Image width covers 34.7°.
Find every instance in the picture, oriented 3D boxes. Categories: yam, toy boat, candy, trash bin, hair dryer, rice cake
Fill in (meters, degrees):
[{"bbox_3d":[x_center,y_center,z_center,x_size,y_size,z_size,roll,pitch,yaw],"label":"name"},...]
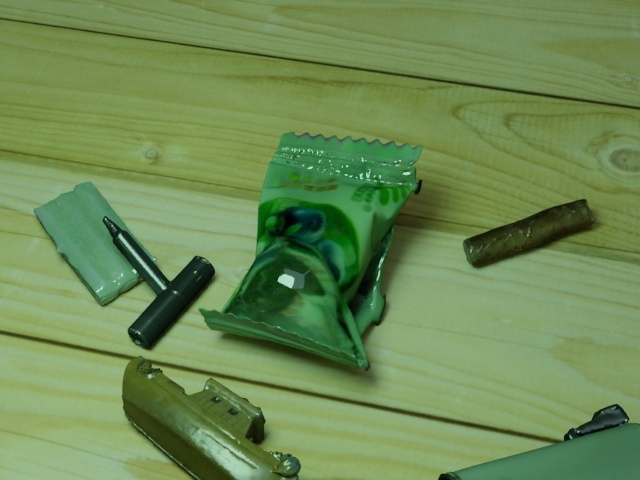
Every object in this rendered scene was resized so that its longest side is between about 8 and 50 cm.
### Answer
[{"bbox_3d":[0.345,-0.015,1.687,0.241,0.057,0.057,-18,51,-14],"label":"yam"},{"bbox_3d":[-0.157,0.261,1.447,0.321,0.089,0.121,31,51,27],"label":"toy boat"},{"bbox_3d":[-0.001,-0.004,1.588,0.262,0.172,0.398,12,66,13],"label":"candy"},{"bbox_3d":[0.303,0.362,1.263,0.262,0.217,0.277,-12,52,-8],"label":"trash bin"},{"bbox_3d":[-0.292,0.051,1.616,0.195,0.050,0.173,37,57,2],"label":"hair dryer"},{"bbox_3d":[-0.376,0.001,1.701,0.127,0.043,0.237,-31,55,-22],"label":"rice cake"}]

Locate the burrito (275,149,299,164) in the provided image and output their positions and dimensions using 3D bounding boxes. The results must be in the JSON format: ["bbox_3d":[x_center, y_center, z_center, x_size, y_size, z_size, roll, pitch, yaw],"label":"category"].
[{"bbox_3d":[-0.056,-0.080,1.750,0.064,0.064,0.203,2,49,3],"label":"burrito"}]
